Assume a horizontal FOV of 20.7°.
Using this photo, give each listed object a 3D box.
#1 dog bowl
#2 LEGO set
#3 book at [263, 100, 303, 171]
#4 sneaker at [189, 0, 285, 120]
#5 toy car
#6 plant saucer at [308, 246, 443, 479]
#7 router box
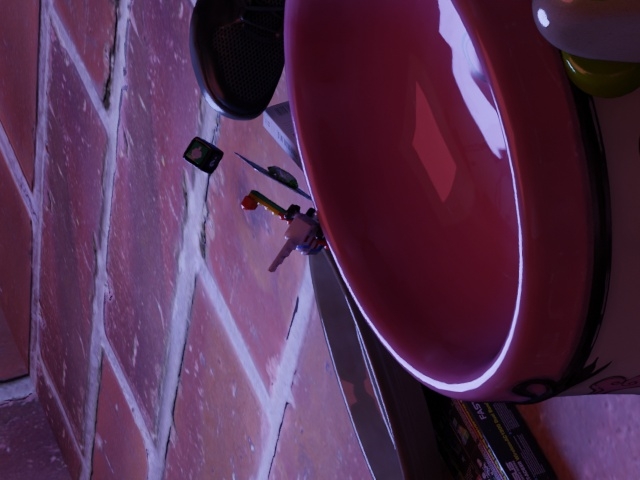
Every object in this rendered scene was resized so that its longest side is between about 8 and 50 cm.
[{"bbox_3d":[0.110,-0.075,1.156,0.408,0.150,0.408,48,147,48],"label":"dog bowl"},{"bbox_3d":[0.000,0.000,1.395,0.060,0.244,0.182,-58,34,4],"label":"LEGO set"},{"bbox_3d":[0.026,-0.079,1.434,0.144,0.096,0.035,-128,29,-46],"label":"book"},{"bbox_3d":[-0.039,-0.214,1.434,0.130,0.087,0.227,-16,56,64],"label":"sneaker"},{"bbox_3d":[0.187,-0.188,0.909,0.155,0.149,0.188,59,-146,-70],"label":"toy car"},{"bbox_3d":[0.049,0.123,1.523,0.278,0.041,0.278,162,90,-83],"label":"plant saucer"},{"bbox_3d":[0.136,0.172,1.416,0.122,0.038,0.092,61,156,30],"label":"router box"}]
